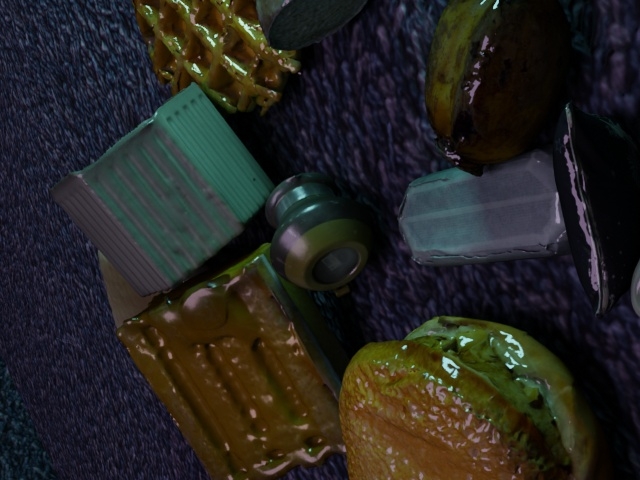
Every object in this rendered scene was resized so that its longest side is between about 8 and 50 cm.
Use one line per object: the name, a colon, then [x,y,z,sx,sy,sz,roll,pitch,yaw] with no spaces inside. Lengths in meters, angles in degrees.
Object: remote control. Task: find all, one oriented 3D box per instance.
remote control: [0.163,-0.027,0.798,0.247,0.052,0.104,-12,90,56]

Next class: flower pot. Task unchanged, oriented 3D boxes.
flower pot: [-0.203,-0.064,1.078,0.190,0.239,0.209,53,179,-13]

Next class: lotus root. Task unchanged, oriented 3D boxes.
lotus root: [0.152,-0.154,0.704,0.120,0.120,0.210,40,132,37]

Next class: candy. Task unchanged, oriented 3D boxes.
candy: [-0.225,0.091,1.305,0.320,0.135,0.180,13,116,51]

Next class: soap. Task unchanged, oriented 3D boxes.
soap: [-0.090,0.166,1.065,0.259,0.143,0.281,-25,98,31]

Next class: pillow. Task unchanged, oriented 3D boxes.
pillow: [0.213,-0.032,0.606,0.055,0.208,0.141,-11,93,28]

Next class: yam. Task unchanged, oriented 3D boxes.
yam: [-0.030,-0.376,0.848,0.133,0.133,0.330,-14,87,55]

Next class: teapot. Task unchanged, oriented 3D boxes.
teapot: [0.000,0.000,0.984,0.166,0.130,0.119,70,174,-51]

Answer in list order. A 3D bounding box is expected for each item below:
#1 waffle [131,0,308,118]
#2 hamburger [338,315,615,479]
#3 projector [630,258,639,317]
waffle: [-0.147,-0.342,1.055,0.379,0.095,0.382,0,106,52]
hamburger: [0.152,0.231,0.821,0.290,0.170,0.314,13,115,54]
projector: [0.313,-0.018,0.488,0.163,0.177,0.243,40,135,37]
